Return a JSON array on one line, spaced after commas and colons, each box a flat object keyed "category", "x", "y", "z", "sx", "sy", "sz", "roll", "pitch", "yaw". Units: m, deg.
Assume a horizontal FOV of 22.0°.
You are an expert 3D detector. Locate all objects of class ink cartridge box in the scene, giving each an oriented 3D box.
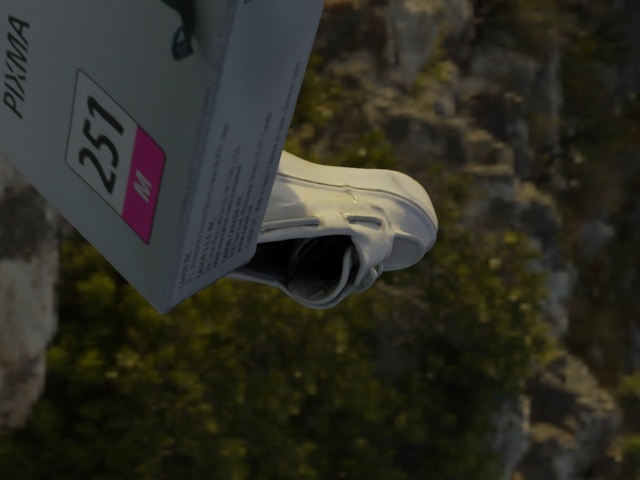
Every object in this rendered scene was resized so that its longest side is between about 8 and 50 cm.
[{"category": "ink cartridge box", "x": -0.097, "y": -0.142, "z": 0.621, "sx": 0.060, "sy": 0.239, "sz": 0.275, "roll": -32, "pitch": 154, "yaw": -35}]

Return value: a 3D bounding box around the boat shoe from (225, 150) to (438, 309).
[{"category": "boat shoe", "x": 0.000, "y": 0.000, "z": 1.087, "sx": 0.267, "sy": 0.096, "sz": 0.088, "roll": 18, "pitch": 47, "yaw": -57}]
